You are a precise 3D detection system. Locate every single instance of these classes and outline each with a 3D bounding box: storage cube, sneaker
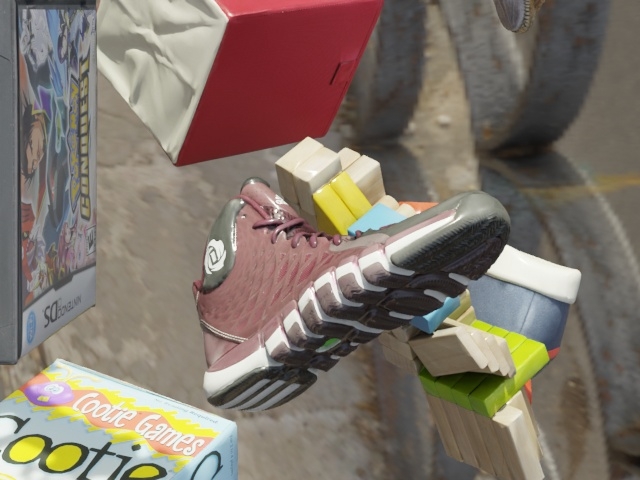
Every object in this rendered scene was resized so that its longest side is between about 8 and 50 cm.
[{"bbox_3d":[-0.088,-0.208,1.566,0.193,0.215,0.183,-14,53,-39],"label":"storage cube"},{"bbox_3d":[0.000,0.000,1.210,0.281,0.106,0.162,-34,61,24],"label":"sneaker"},{"bbox_3d":[0.173,0.087,1.646,0.131,0.350,0.148,19,88,3],"label":"sneaker"}]

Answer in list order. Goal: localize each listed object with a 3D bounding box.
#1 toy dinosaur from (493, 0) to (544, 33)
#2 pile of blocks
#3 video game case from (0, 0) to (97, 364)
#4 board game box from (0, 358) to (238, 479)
[{"bbox_3d":[0.056,-0.148,0.524,0.112,0.211,0.064,-39,67,-25],"label":"toy dinosaur"},{"bbox_3d":[0.110,0.045,1.414,0.112,0.149,0.362,-41,103,-26],"label":"pile of blocks"},{"bbox_3d":[-0.223,-0.059,1.283,0.035,0.248,0.275,3,98,6],"label":"video game case"},{"bbox_3d":[-0.180,0.209,0.928,0.142,0.275,0.144,17,123,27],"label":"board game box"}]
